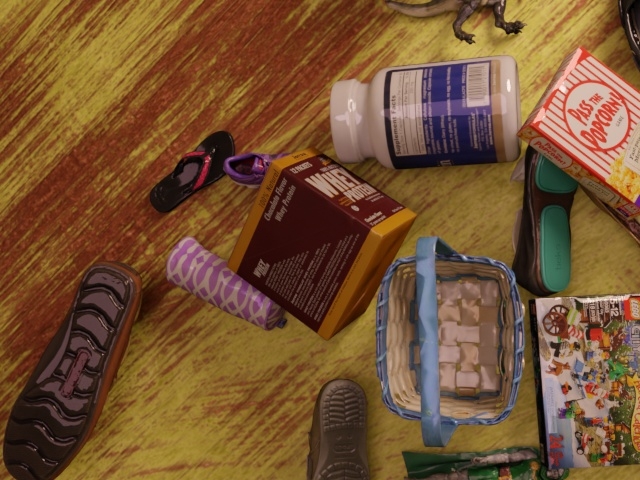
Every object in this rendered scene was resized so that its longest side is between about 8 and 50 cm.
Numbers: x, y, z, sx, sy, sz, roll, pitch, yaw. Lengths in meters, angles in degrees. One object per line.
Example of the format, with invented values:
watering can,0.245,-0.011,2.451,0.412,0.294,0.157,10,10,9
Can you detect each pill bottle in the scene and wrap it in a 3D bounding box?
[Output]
pill bottle,0.154,-0.182,1.280,0.264,0.153,0.153,-2,84,16

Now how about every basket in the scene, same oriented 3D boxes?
basket,0.170,0.126,1.176,0.201,0.289,0.255,-1,88,21

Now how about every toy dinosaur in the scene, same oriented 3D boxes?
toy dinosaur,0.239,-0.358,1.323,0.268,0.064,0.118,-19,73,16

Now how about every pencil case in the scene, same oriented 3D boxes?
pencil case,-0.142,0.065,1.381,0.206,0.086,0.088,24,58,15

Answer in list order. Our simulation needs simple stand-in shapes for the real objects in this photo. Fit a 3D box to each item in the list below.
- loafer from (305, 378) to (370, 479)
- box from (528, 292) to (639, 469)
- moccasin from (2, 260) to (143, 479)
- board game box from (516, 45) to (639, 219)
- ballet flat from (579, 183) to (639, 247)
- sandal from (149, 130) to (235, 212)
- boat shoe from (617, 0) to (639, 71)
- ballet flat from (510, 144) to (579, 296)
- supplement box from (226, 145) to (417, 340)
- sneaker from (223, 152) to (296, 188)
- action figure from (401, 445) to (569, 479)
loafer,0.026,0.321,1.317,0.094,0.087,0.251,6,98,-10
box,0.379,0.192,1.217,0.159,0.044,0.233,-3,84,0
moccasin,-0.394,0.212,1.421,0.139,0.147,0.380,18,86,2
board game box,0.379,-0.144,1.178,0.193,0.045,0.147,35,71,-4
ballet flat,0.440,-0.052,1.227,0.080,0.073,0.232,-43,75,11
sandal,-0.211,-0.110,1.437,0.179,0.040,0.067,-39,76,9
boat shoe,0.480,-0.324,1.219,0.127,0.113,0.340,-1,85,16
ballet flat,0.313,-0.062,1.251,0.096,0.095,0.281,10,91,61
supplement box,0.000,0.000,1.288,0.194,0.129,0.191,34,118,16
sneaker,-0.073,-0.109,1.382,0.169,0.071,0.068,-1,85,15
action figure,0.239,0.349,1.259,0.232,0.063,0.137,-15,78,11
